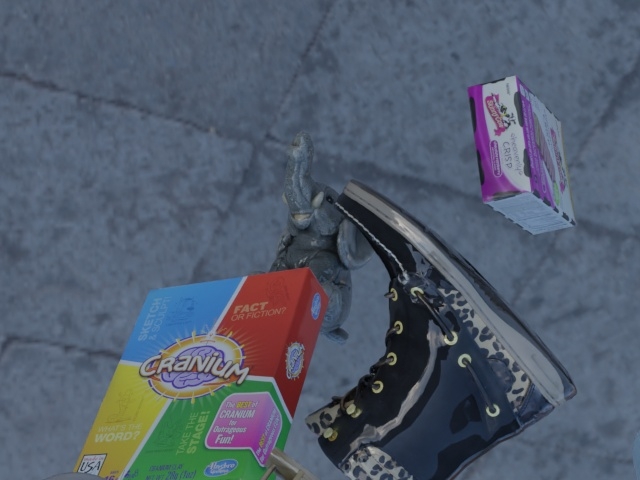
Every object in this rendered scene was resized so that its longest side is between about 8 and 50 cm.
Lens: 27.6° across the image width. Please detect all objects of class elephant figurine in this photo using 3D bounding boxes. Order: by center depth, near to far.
[{"bbox_3d":[0.000,0.000,1.837,0.169,0.239,0.186,18,164,-3],"label":"elephant figurine"}]

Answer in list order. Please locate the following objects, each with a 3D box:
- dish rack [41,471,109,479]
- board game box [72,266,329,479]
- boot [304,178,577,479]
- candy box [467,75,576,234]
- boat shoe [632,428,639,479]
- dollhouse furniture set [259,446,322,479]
[{"bbox_3d":[-0.156,0.301,0.821,0.285,0.072,0.333,38,104,-22],"label":"dish rack"},{"bbox_3d":[-0.141,0.180,1.554,0.242,0.316,0.064,-9,132,26],"label":"board game box"},{"bbox_3d":[0.091,0.138,1.600,0.377,0.138,0.284,45,97,2],"label":"boot"},{"bbox_3d":[0.272,-0.108,1.735,0.071,0.159,0.233,-11,166,22],"label":"candy box"},{"bbox_3d":[0.539,0.356,2.039,0.083,0.065,0.183,-21,116,-35],"label":"boat shoe"},{"bbox_3d":[-0.054,0.322,1.230,0.129,0.183,0.129,35,150,8],"label":"dollhouse furniture set"}]
